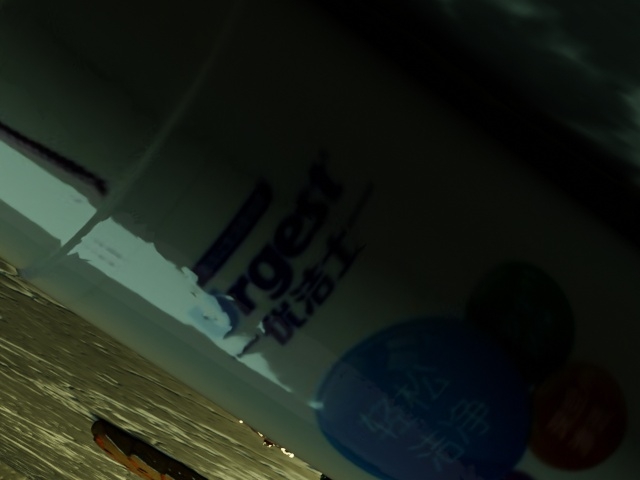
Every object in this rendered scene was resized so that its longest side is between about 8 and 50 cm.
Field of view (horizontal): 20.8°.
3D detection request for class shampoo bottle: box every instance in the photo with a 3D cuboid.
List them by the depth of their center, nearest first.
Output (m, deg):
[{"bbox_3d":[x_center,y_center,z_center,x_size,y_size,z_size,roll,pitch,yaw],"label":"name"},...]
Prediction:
[{"bbox_3d":[0.000,0.000,0.405,0.303,0.092,0.092,36,164,-20],"label":"shampoo bottle"}]

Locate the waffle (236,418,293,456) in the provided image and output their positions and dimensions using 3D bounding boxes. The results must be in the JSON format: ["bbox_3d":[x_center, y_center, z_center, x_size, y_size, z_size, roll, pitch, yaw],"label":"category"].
[{"bbox_3d":[-0.019,0.080,0.833,0.083,0.029,0.075,40,160,-23],"label":"waffle"}]

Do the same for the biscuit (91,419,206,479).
[{"bbox_3d":[-0.138,0.192,1.464,0.130,0.019,0.119,21,163,31],"label":"biscuit"}]

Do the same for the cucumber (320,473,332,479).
[{"bbox_3d":[0.076,0.189,1.012,0.184,0.033,0.036,28,-174,16],"label":"cucumber"}]
